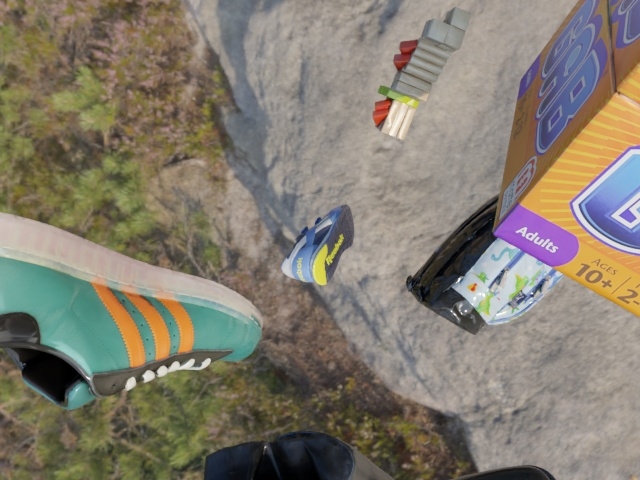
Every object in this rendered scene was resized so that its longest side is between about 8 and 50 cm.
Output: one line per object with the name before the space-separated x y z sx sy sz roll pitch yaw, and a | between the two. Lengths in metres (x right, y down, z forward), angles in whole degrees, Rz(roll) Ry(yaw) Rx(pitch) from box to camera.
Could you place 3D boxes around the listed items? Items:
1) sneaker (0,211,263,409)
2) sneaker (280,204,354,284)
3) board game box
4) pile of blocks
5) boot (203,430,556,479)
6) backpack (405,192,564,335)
sneaker | -0.168 0.079 0.530 0.108 0.302 0.121 -9 66 38
sneaker | 0.000 0.000 0.804 0.059 0.144 0.053 -3 119 28
board game box | 0.436 -0.136 0.647 0.356 0.356 0.356 29 132 -2
pile of blocks | 0.209 -0.407 1.559 0.149 0.113 0.362 -93 27 -49
boot | 0.108 0.347 0.879 0.367 0.445 0.146 -29 43 13
backpack | 0.386 0.033 1.402 0.273 0.290 0.355 31 89 -2
